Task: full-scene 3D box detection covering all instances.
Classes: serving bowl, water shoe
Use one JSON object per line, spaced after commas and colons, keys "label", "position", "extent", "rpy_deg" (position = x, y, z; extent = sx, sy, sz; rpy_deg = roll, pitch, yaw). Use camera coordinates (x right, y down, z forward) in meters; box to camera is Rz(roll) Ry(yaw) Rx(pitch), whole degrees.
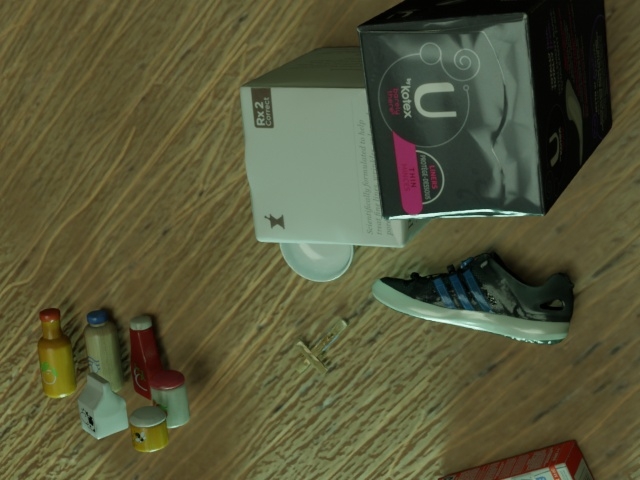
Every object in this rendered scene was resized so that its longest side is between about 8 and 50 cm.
{"label": "serving bowl", "position": [0.000, 0.000, 1.383], "extent": [0.083, 0.027, 0.083], "rpy_deg": [9, 113, 21]}
{"label": "water shoe", "position": [0.154, 0.048, 1.321], "extent": [0.203, 0.073, 0.080], "rpy_deg": [12, 92, 15]}

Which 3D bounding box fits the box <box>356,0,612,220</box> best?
{"label": "box", "position": [0.149, -0.135, 1.124], "extent": [0.143, 0.270, 0.165], "rpy_deg": [-1, 109, 24]}

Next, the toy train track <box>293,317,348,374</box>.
{"label": "toy train track", "position": [0.002, 0.114, 1.436], "extent": [0.048, 0.014, 0.083], "rpy_deg": [47, 115, 9]}

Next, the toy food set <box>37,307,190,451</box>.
{"label": "toy food set", "position": [-0.229, 0.145, 1.484], "extent": [0.232, 0.111, 0.104], "rpy_deg": [21, 121, 51]}

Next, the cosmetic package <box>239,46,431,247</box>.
{"label": "cosmetic package", "position": [0.034, -0.094, 1.241], "extent": [0.152, 0.184, 0.151], "rpy_deg": [2, 111, 23]}

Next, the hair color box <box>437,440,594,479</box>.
{"label": "hair color box", "position": [0.207, 0.281, 1.386], "extent": [0.167, 0.053, 0.093], "rpy_deg": [-22, 100, 30]}
